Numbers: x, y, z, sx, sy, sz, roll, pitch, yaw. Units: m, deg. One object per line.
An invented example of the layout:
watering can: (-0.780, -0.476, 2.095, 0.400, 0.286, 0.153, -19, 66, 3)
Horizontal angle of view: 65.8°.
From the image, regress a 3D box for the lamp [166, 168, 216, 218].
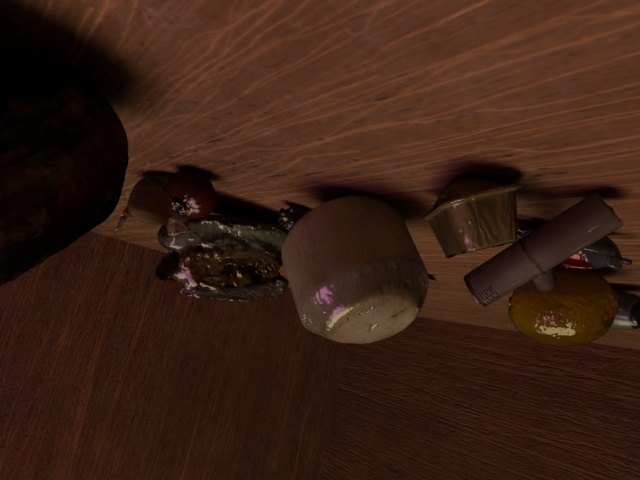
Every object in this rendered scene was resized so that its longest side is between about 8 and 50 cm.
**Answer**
lamp: (-0.246, -0.087, 0.942, 0.101, 0.090, 0.101, 22, 137, 22)

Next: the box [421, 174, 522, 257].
box: (0.201, -0.034, 0.667, 0.111, 0.111, 0.177, 13, 174, 2)

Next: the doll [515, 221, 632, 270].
doll: (0.371, 0.007, 0.764, 0.195, 0.062, 0.104, 17, 155, 23)

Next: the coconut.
coconut: (0.056, 0.039, 0.872, 0.238, 0.265, 0.237, -15, 143, -11)

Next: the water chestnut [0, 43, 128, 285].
water chestnut: (-0.395, -0.119, 0.550, 0.351, 0.350, 0.302, 11, 128, 11)

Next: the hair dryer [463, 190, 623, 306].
hair dryer: (0.332, 0.032, 0.695, 0.195, 0.053, 0.220, -39, 146, 26)

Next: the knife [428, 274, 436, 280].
knife: (0.291, 0.101, 1.477, 0.121, 0.018, 0.031, 13, 172, -7)

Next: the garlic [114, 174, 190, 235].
garlic: (-0.353, -0.072, 1.040, 0.198, 0.128, 0.090, 4, 164, 27)

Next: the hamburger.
hamburger: (-0.236, 0.034, 1.191, 0.318, 0.195, 0.277, 5, -175, -28)

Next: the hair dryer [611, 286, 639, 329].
hair dryer: (0.660, 0.151, 1.167, 0.229, 0.092, 0.267, 14, -177, 43)

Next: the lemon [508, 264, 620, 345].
lemon: (0.482, 0.130, 0.992, 0.207, 0.169, 0.170, -2, 163, 36)

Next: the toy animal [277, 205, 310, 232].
toy animal: (0.013, -0.011, 1.034, 0.220, 0.086, 0.069, 36, -170, -5)
